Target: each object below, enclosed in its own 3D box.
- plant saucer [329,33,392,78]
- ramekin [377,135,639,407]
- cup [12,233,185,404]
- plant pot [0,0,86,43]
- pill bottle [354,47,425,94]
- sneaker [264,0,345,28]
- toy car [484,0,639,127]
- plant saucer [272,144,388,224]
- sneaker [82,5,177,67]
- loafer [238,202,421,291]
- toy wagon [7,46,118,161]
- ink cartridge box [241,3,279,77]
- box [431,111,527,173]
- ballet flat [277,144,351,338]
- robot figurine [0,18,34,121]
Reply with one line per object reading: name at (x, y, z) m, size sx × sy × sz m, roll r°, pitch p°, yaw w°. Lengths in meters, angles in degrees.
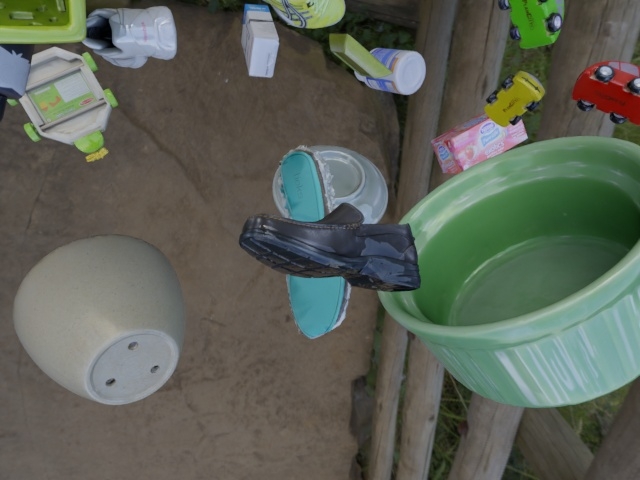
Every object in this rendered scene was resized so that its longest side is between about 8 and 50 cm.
plant saucer at (0.114, -0.575, 1.440) m, size 0.188 × 0.188 × 0.045 m, roll 30°, pitch 102°, yaw -27°
ramekin at (0.229, 0.033, 0.515) m, size 0.303 × 0.303 × 0.148 m, roll -34°, pitch 114°, yaw 7°
cup at (-0.408, 0.186, 0.916) m, size 0.331 × 0.237 × 0.331 m, roll -21°, pitch 127°, yaw -29°
plant pot at (-0.401, -0.350, 0.479) m, size 0.228 × 0.207 × 0.227 m, roll -14°, pitch 129°, yaw -35°
pill bottle at (0.255, -0.653, 1.744) m, size 0.152 × 0.272 × 0.152 m, roll -17°, pitch 122°, yaw -30°
sneaker at (-0.054, -0.618, 1.145) m, size 0.385 × 0.147 × 0.145 m, roll -8°, pitch 125°, yaw -50°
toy car at (0.303, -0.253, 0.599) m, size 0.053 × 0.239 × 0.225 m, roll -48°, pitch 122°, yaw -17°
plant saucer at (0.039, -0.193, 1.532) m, size 0.400 × 0.400 × 0.100 m, roll -2°, pitch 150°, yaw -8°
sneaker at (-0.317, -0.319, 0.702) m, size 0.115 × 0.232 × 0.090 m, roll -16°, pitch 110°, yaw -38°
loafer at (0.013, 0.000, 0.362) m, size 0.170 × 0.062 × 0.061 m, roll 16°, pitch 72°, yaw -40°
toy wagon at (-0.756, -0.395, 1.372) m, size 0.267 × 0.068 × 0.344 m, roll -30°, pitch 100°, yaw -13°
ink cartridge box at (-0.209, -0.679, 1.551) m, size 0.086 × 0.203 × 0.148 m, roll -3°, pitch 144°, yaw -19°
box at (0.593, -0.378, 1.709) m, size 0.300 × 0.154 × 0.142 m, roll -29°, pitch 107°, yaw -10°
ballet flat at (0.000, 0.000, 0.990) m, size 0.147 × 0.147 × 0.409 m, roll -5°, pitch 87°, yaw -7°
robot figurine at (-0.568, -0.339, 0.740) m, size 0.174 × 0.209 × 0.278 m, roll 11°, pitch 95°, yaw -34°
